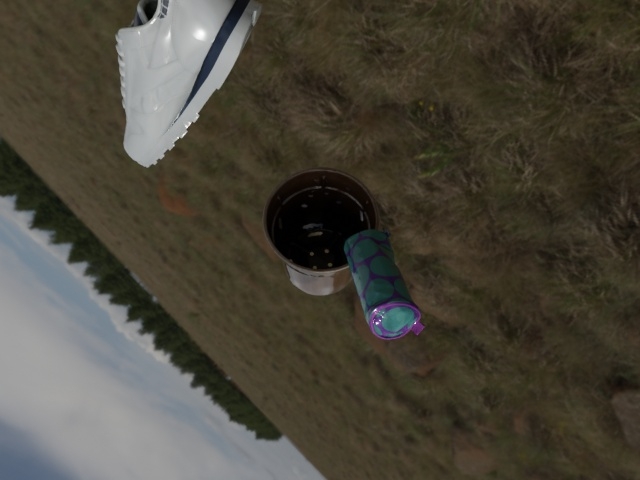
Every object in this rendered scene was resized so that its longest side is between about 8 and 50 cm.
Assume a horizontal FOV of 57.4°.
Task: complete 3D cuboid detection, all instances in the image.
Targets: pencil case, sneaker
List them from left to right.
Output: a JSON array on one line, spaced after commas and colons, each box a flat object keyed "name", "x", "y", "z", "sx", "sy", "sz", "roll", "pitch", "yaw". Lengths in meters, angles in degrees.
[{"name": "sneaker", "x": -0.143, "y": -0.156, "z": 0.534, "sx": 0.095, "sy": 0.090, "sz": 0.235, "roll": 28, "pitch": 140, "yaw": -20}, {"name": "pencil case", "x": 0.075, "y": 0.050, "z": 0.719, "sx": 0.070, "sy": 0.064, "sz": 0.151, "roll": 26, "pitch": -152, "yaw": -26}]

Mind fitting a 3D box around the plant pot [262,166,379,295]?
[{"name": "plant pot", "x": 0.000, "y": 0.000, "z": 0.901, "sx": 0.167, "sy": 0.167, "sz": 0.165, "roll": 41, "pitch": 162, "yaw": 15}]
